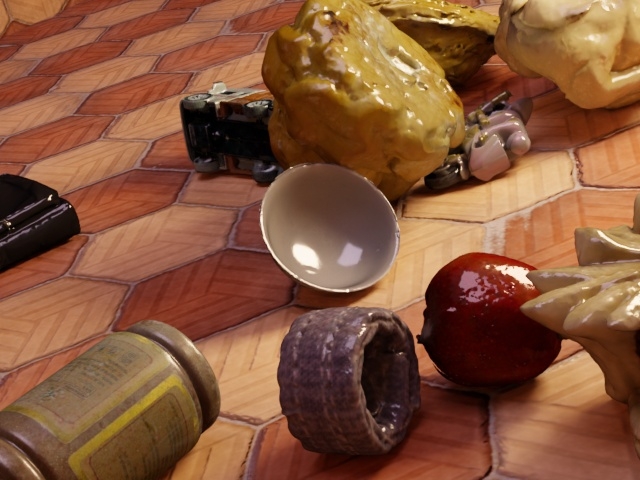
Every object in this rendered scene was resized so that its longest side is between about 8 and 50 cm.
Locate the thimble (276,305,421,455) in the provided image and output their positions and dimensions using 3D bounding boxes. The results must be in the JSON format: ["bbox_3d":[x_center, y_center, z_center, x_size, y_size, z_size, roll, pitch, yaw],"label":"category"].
[{"bbox_3d":[0.029,0.140,1.311,0.097,0.150,0.150,-7,23,31],"label":"thimble"}]

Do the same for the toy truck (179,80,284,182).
[{"bbox_3d":[-0.084,-0.185,2.154,0.305,0.136,0.162,11,27,42],"label":"toy truck"}]

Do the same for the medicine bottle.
[{"bbox_3d":[-0.253,0.215,1.300,0.151,0.151,0.322,5,30,40],"label":"medicine bottle"}]

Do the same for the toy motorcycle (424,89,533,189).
[{"bbox_3d":[0.253,-0.148,1.928,0.152,0.073,0.225,-6,32,41],"label":"toy motorcycle"}]

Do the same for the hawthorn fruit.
[{"bbox_3d":[0.188,0.084,1.356,0.172,0.148,0.148,3,28,22],"label":"hawthorn fruit"}]

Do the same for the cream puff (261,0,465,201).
[{"bbox_3d":[0.032,-0.172,1.846,0.257,0.291,0.324,-48,-2,29],"label":"cream puff"}]

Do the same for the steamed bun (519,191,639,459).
[{"bbox_3d":[0.341,0.073,1.238,0.247,0.189,0.428,-8,23,35],"label":"steamed bun"}]

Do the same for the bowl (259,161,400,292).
[{"bbox_3d":[0.000,0.000,1.689,0.189,0.189,0.086,-29,-15,-31],"label":"bowl"}]

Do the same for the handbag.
[{"bbox_3d":[-0.541,-0.020,2.122,0.244,0.088,0.275,-30,28,-24],"label":"handbag"}]

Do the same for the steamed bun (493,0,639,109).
[{"bbox_3d":[0.437,-0.325,2.025,0.324,0.230,0.372,-16,21,0],"label":"steamed bun"}]

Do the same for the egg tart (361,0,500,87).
[{"bbox_3d":[0.171,-0.344,2.287,0.341,0.132,0.341,8,1,0],"label":"egg tart"}]
